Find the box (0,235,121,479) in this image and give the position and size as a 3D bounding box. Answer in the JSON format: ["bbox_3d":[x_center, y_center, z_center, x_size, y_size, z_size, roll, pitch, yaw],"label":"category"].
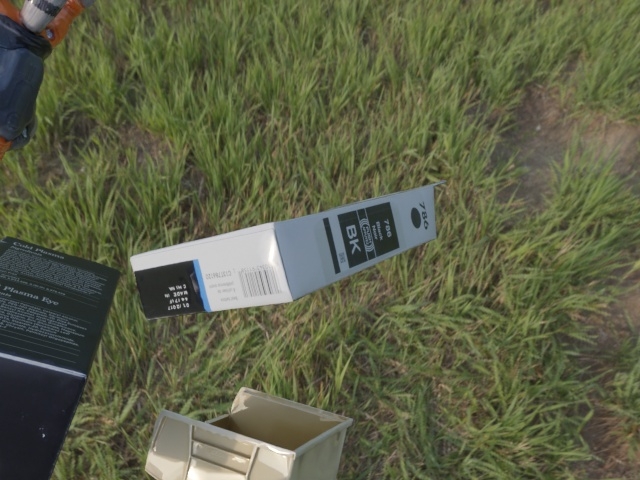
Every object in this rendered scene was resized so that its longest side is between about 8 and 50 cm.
[{"bbox_3d":[-0.418,0.215,0.753,0.179,0.312,0.343,20,103,-19],"label":"box"}]

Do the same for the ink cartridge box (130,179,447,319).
[{"bbox_3d":[0.000,0.000,0.568,0.333,0.166,0.065,-19,96,-54],"label":"ink cartridge box"}]

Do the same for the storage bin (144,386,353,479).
[{"bbox_3d":[-0.117,0.357,0.996,0.261,0.262,0.123,10,89,22],"label":"storage bin"}]

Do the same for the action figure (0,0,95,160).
[{"bbox_3d":[-0.375,-0.220,0.600,0.179,0.341,0.329,20,92,18],"label":"action figure"}]
